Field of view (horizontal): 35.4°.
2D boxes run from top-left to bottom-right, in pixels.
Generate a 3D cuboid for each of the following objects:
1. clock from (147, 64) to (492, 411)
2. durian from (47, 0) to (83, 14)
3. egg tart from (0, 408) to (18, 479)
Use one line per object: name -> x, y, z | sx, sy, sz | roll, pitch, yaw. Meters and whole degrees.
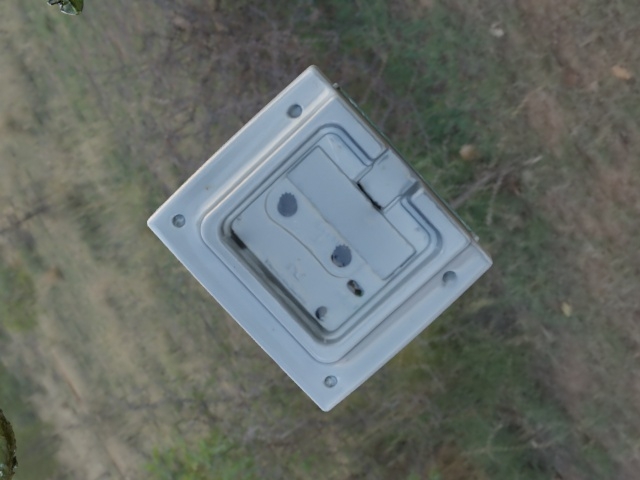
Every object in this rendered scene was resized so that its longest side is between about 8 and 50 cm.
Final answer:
clock -> 0.000, 0.000, 0.951 | 0.262, 0.231, 0.116 | 47, -176, -2
durian -> -0.331, -0.224, 0.703 | 0.375, 0.132, 0.106 | 12, 126, 13
egg tart -> -0.235, 0.162, 0.526 | 0.078, 0.197, 0.197 | 30, 177, -30
